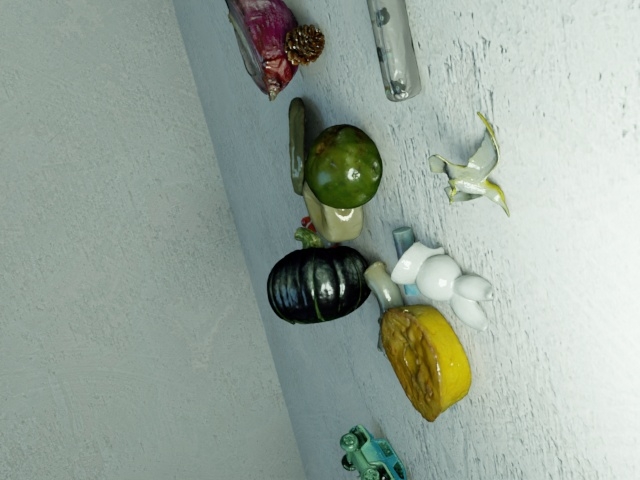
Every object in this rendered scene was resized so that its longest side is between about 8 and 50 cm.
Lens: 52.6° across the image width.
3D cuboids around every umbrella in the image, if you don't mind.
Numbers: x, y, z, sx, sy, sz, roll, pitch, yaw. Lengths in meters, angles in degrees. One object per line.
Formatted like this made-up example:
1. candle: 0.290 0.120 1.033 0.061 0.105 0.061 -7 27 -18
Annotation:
1. umbrella: 0.124 -0.425 1.195 0.067 0.073 0.337 0 112 38

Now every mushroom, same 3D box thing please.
1. mushroom: 0.179 0.187 1.678 0.096 0.099 0.277 -8 97 61

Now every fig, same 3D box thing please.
1. fig: 0.070 -0.160 1.534 0.245 0.195 0.195 32 -157 -55

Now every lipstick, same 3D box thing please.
1. lipstick: 0.204 0.048 1.505 0.048 0.048 0.157 -155 48 -67

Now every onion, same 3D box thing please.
1. onion: -0.118 -0.506 1.704 0.267 0.159 0.348 78 167 -62

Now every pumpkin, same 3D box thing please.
1. pumpkin: -0.001 0.091 1.803 0.296 0.296 0.295 160 90 -73

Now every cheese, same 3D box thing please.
1. cheese: 0.035 -0.109 1.738 0.235 0.117 0.218 62 160 27

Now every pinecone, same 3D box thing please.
1. pinecone: -0.039 -0.484 1.591 0.102 0.102 0.109 69 159 5

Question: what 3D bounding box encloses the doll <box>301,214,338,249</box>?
1. doll: 0.000 0.000 2.044 0.245 0.076 0.142 -133 28 -61

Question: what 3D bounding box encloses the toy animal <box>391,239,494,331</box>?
1. toy animal: 0.268 0.090 1.323 0.221 0.131 0.103 31 110 26

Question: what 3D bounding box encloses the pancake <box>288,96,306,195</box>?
1. pancake: -0.066 -0.267 1.878 0.294 0.050 0.294 178 90 -88

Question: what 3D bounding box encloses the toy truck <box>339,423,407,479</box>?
1. toy truck: 0.176 0.761 2.186 0.279 0.156 0.155 -127 24 -46

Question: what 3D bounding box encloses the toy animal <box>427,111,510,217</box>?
1. toy animal: 0.257 -0.090 1.119 0.219 0.095 0.155 99 151 -59

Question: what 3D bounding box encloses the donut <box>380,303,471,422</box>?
1. donut: 0.247 0.271 1.512 0.277 0.109 0.277 161 90 -73
